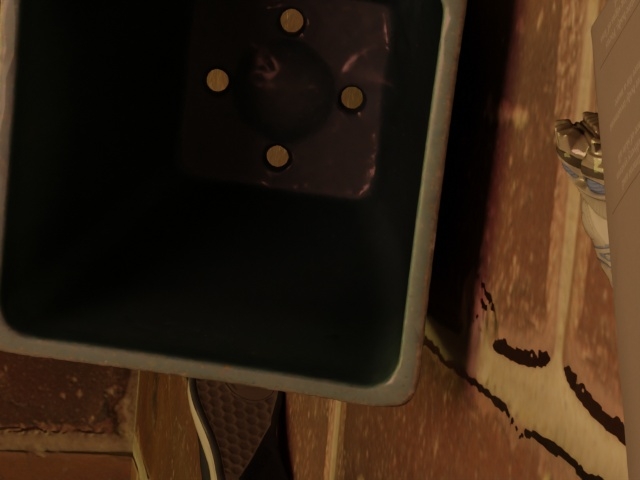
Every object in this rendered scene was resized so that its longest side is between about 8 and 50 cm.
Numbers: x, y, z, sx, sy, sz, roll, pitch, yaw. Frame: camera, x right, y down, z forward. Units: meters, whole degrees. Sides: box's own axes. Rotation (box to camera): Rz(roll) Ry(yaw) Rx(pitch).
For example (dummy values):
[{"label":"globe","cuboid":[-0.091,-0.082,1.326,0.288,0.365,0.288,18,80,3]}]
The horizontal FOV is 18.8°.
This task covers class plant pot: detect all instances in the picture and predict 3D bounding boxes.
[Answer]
[{"label":"plant pot","cuboid":[-0.039,-0.069,1.152,0.252,0.247,0.247,-57,-26,-74]}]

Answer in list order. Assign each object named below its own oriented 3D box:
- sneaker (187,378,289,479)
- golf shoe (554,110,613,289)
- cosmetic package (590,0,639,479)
[{"label":"sneaker","cuboid":[-0.081,0.205,1.655,0.163,0.086,0.226,108,161,-43]},{"label":"golf shoe","cuboid":[0.136,0.009,0.683,0.176,0.069,0.086,-106,2,-69]},{"label":"cosmetic package","cuboid":[0.141,0.019,0.508,0.127,0.107,0.238,119,150,-66]}]
